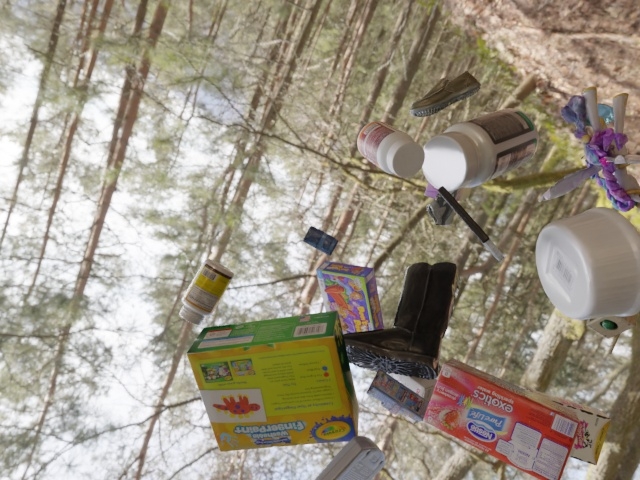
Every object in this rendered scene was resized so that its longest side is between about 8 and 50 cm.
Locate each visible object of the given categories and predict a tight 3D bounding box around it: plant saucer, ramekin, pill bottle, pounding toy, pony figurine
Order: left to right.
[{"bbox_3d":[-0.398,0.179,1.611,0.117,0.215,0.117,30,176,2],"label":"pill bottle"},{"bbox_3d":[0.202,-0.264,1.345,0.121,0.121,0.221,17,-161,-28],"label":"pill bottle"},{"bbox_3d":[0.500,-0.285,1.463,0.361,0.204,0.204,-22,-144,-32],"label":"pill bottle"},{"bbox_3d":[0.659,0.064,1.156,0.135,0.277,0.277,-12,-168,-1],"label":"ramekin"},{"bbox_3d":[0.968,-0.446,1.633,0.119,0.021,0.119,15,159,6],"label":"plant saucer"},{"bbox_3d":[0.823,-0.251,1.352,0.350,0.364,0.302,-4,169,-32],"label":"pony figurine"},{"bbox_3d":[0.859,0.231,1.355,0.100,0.141,0.130,34,149,9],"label":"pounding toy"}]

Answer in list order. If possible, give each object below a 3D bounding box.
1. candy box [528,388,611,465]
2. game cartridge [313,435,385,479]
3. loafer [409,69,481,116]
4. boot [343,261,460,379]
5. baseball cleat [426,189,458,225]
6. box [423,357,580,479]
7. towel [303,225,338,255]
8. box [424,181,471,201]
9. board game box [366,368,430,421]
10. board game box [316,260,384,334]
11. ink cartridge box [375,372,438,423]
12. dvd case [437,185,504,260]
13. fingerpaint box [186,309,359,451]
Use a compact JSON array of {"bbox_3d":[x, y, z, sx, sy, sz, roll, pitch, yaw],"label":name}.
[{"bbox_3d":[0.768,0.591,1.480,0.233,0.159,0.071,14,-175,10],"label":"candy box"},{"bbox_3d":[0.099,0.687,1.397,0.062,0.198,0.297,35,164,36],"label":"game cartridge"},{"bbox_3d":[0.418,-0.503,1.597,0.094,0.251,0.087,32,-144,-83],"label":"loafer"},{"bbox_3d":[0.287,0.253,1.677,0.366,0.445,0.146,9,140,21],"label":"boot"},{"bbox_3d":[0.441,-0.157,1.676,0.109,0.206,0.072,1,178,-18],"label":"baseball cleat"},{"bbox_3d":[0.350,0.345,0.916,0.256,0.128,0.122,20,179,25],"label":"box"},{"bbox_3d":[0.000,0.000,1.665,0.119,0.067,0.029,28,-178,13],"label":"towel"},{"bbox_3d":[0.547,-0.291,1.888,0.117,0.243,0.213,23,-156,30],"label":"box"},{"bbox_3d":[0.238,0.491,1.424,0.194,0.060,0.194,27,151,14],"label":"board game box"},{"bbox_3d":[0.128,0.264,1.910,0.233,0.347,0.078,6,-150,37],"label":"board game box"},{"bbox_3d":[0.301,0.516,1.652,0.093,0.154,0.212,-4,-156,-38],"label":"ink cartridge box"},{"bbox_3d":[0.397,-0.039,1.216,0.180,0.022,0.253,56,-163,27],"label":"dvd case"},{"bbox_3d":[-0.130,0.435,1.430,0.444,0.371,0.163,-10,-162,10],"label":"fingerpaint box"}]
